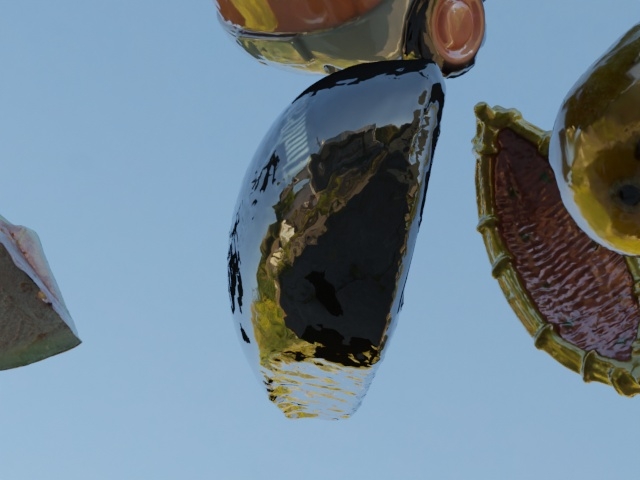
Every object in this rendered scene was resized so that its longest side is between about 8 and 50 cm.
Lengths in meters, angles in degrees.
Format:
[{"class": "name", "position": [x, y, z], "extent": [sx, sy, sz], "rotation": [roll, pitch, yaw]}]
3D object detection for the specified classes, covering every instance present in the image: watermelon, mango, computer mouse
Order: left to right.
[{"class": "watermelon", "position": [-0.367, 0.008, 1.626], "extent": [0.256, 0.260, 0.176], "rotation": [10, -72, -19]}, {"class": "computer mouse", "position": [0.000, 0.000, 0.919], "extent": [0.100, 0.170, 0.269], "rotation": [15, -18, 1]}, {"class": "mango", "position": [0.301, -0.108, 1.150], "extent": [0.329, 0.176, 0.175], "rotation": [-30, -55, -14]}]

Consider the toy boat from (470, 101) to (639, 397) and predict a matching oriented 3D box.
[{"class": "toy boat", "position": [0.223, 0.014, 1.500], "extent": [0.141, 0.318, 0.099], "rotation": [-33, -29, 12]}]

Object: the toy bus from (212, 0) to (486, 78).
[{"class": "toy bus", "position": [0.031, -0.250, 1.114], "extent": [0.194, 0.287, 0.232], "rotation": [10, -40, 48]}]
